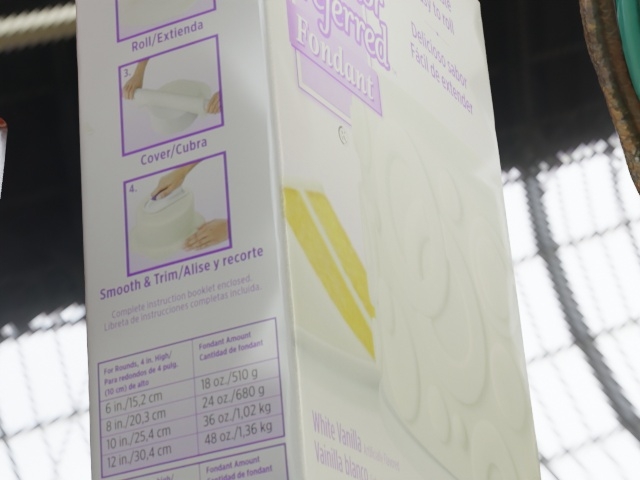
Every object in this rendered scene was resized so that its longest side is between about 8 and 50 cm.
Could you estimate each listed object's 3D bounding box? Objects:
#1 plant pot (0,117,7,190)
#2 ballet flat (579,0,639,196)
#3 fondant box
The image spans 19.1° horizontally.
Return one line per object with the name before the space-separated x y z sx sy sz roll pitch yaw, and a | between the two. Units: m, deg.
plant pot | -0.264 0.019 0.750 0.267 0.267 0.235 -99 34 -85
ballet flat | 0.125 -0.035 0.559 0.108 0.106 0.316 -16 -73 -9
fondant box | 0.000 0.000 0.822 0.096 0.330 0.238 -17 -26 23
